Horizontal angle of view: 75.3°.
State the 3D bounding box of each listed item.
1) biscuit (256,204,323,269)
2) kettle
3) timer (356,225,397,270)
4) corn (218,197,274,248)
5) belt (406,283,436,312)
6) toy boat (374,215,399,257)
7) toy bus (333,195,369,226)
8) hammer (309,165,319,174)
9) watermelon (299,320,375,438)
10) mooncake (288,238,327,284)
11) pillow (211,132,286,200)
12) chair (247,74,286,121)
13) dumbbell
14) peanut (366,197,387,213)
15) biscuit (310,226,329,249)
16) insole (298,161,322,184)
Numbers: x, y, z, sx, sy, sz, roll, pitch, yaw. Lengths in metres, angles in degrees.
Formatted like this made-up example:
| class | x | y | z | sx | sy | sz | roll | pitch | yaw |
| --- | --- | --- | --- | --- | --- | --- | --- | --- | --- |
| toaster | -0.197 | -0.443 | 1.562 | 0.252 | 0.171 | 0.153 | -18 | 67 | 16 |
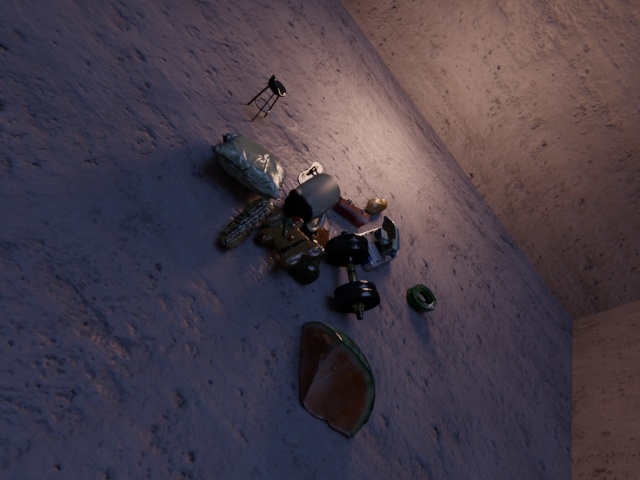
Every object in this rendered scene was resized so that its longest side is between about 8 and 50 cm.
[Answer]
| class | x | y | z | sx | sy | sz | roll | pitch | yaw |
| --- | --- | --- | --- | --- | --- | --- | --- | --- | --- |
| biscuit | -0.140 | -0.028 | 1.538 | 0.197 | 0.049 | 0.301 | -23 | 60 | -28 |
| kettle | -0.033 | -0.144 | 1.741 | 0.236 | 0.161 | 0.221 | -42 | 126 | -50 |
| timer | 0.263 | 0.031 | 1.964 | 0.253 | 0.078 | 0.178 | -19 | 78 | -51 |
| corn | -0.262 | -0.059 | 1.461 | 0.086 | 0.086 | 0.253 | 47 | 55 | -10 |
| belt | 0.488 | 0.286 | 2.019 | 0.151 | 0.079 | 0.121 | 34 | 52 | -7 |
| toy boat | 0.305 | -0.026 | 1.915 | 0.102 | 0.088 | 0.215 | 28 | 48 | -29 |
| toy bus | 0.147 | -0.136 | 1.979 | 0.192 | 0.065 | 0.077 | 33 | 55 | -25 |
| hammer | 0.011 | -0.275 | 1.969 | 0.178 | 0.021 | 0.065 | 58 | 38 | -5 |
| watermelon | 0.083 | 0.437 | 1.385 | 0.292 | 0.222 | 0.319 | 31 | 44 | -21 |
| mooncake | -0.047 | 0.079 | 1.596 | 0.168 | 0.104 | 0.175 | 18 | 55 | -44 |
| pillow | -0.261 | -0.284 | 1.564 | 0.310 | 0.138 | 0.283 | 36 | 19 | -19 |
| chair | -0.227 | -0.619 | 1.816 | 0.095 | 0.221 | 0.104 | -2 | 65 | -42 |
| dumbbell | 0.127 | 0.133 | 1.671 | 0.185 | 0.185 | 0.388 | 17 | 53 | -38 |
| peanut | 0.296 | -0.186 | 2.156 | 0.174 | 0.080 | 0.080 | -16 | 75 | -53 |
| biscuit | 0.000 | 0.000 | 1.729 | 0.130 | 0.019 | 0.102 | -42 | 126 | -48 |
| insole | -0.043 | -0.311 | 1.953 | 0.080 | 0.003 | 0.232 | 48 | 39 | -9 |
